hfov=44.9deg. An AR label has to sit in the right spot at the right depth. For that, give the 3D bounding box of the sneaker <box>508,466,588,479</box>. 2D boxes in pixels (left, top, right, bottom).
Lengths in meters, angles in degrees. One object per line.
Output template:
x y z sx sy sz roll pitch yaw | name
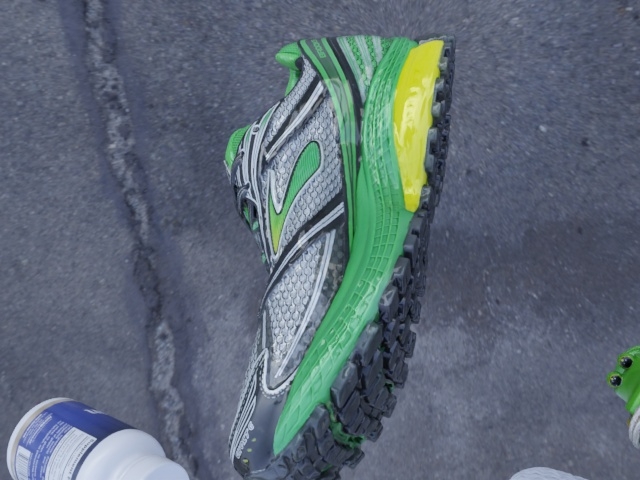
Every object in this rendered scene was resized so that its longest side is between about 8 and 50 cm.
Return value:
0.092 0.219 0.291 0.101 0.268 0.153 17 110 5 | sneaker

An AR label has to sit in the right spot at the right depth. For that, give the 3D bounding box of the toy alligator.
0.181 0.078 0.420 0.051 0.190 0.056 34 105 35 | toy alligator

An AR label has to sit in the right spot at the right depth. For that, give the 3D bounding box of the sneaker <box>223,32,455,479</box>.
0.000 0.000 0.515 0.146 0.343 0.134 6 145 12 | sneaker

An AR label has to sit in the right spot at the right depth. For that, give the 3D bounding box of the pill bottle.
-0.201 0.210 0.707 0.169 0.094 0.094 11 107 38 | pill bottle
